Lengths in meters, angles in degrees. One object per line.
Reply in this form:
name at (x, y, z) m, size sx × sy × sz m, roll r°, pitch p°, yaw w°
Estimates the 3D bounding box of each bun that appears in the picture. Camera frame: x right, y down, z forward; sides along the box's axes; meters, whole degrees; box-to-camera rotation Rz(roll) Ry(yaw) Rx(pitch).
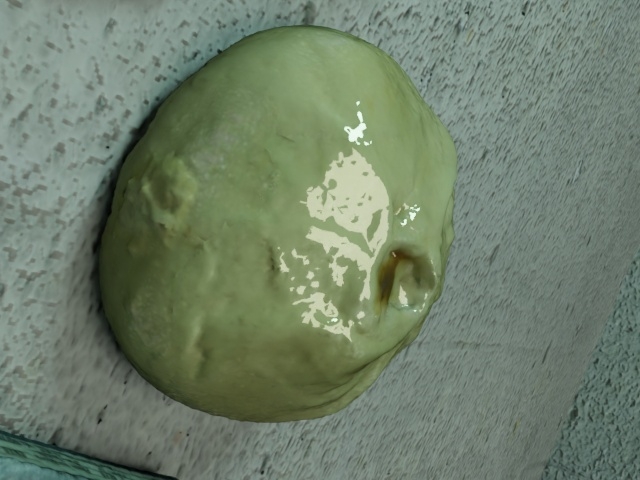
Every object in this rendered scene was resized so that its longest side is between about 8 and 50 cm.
bun at (0.001, 0.003, 0.728) m, size 0.364 × 0.202 × 0.364 m, roll -30°, pitch 131°, yaw -42°

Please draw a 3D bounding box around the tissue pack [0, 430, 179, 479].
tissue pack at (-0.231, 0.277, 0.644) m, size 0.227 × 0.103 × 0.315 m, roll -62°, pitch 149°, yaw -11°
